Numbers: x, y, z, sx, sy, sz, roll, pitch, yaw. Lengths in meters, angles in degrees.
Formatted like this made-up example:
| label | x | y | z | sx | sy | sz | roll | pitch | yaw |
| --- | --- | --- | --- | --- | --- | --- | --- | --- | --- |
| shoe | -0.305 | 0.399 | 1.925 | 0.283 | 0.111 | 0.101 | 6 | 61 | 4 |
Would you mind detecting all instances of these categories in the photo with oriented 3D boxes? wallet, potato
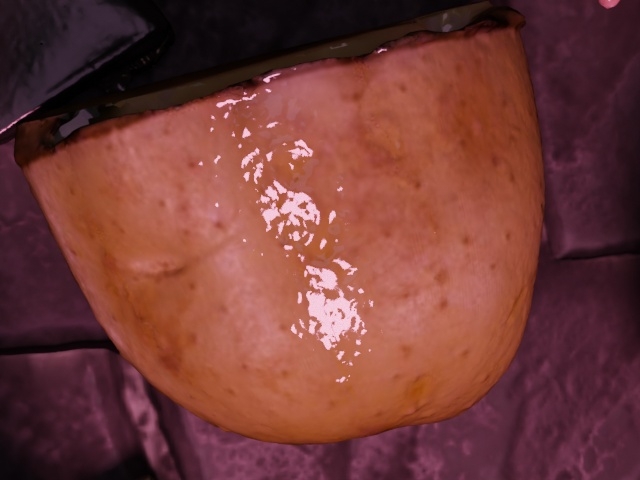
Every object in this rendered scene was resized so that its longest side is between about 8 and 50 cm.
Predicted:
| label | x | y | z | sx | sy | sz | roll | pitch | yaw |
| --- | --- | --- | --- | --- | --- | --- | --- | --- | --- |
| wallet | -0.207 | -0.178 | 0.800 | 0.149 | 0.044 | 0.250 | -32 | 91 | -3 |
| potato | 0.000 | 0.000 | 0.732 | 0.285 | 0.242 | 0.242 | -16 | 88 | -26 |

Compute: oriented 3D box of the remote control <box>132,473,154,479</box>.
| label | x | y | z | sx | sy | sz | roll | pitch | yaw |
| --- | --- | --- | --- | --- | --- | --- | --- | --- | --- |
| remote control | -0.076 | 0.255 | 0.790 | 0.098 | 0.038 | 0.233 | -35 | 90 | -8 |

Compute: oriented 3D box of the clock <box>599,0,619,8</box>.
| label | x | y | z | sx | sy | sz | roll | pitch | yaw |
| --- | --- | --- | --- | --- | --- | --- | --- | --- | --- |
| clock | 0.245 | -0.249 | 0.815 | 0.227 | 0.142 | 0.241 | -12 | 97 | -6 |
